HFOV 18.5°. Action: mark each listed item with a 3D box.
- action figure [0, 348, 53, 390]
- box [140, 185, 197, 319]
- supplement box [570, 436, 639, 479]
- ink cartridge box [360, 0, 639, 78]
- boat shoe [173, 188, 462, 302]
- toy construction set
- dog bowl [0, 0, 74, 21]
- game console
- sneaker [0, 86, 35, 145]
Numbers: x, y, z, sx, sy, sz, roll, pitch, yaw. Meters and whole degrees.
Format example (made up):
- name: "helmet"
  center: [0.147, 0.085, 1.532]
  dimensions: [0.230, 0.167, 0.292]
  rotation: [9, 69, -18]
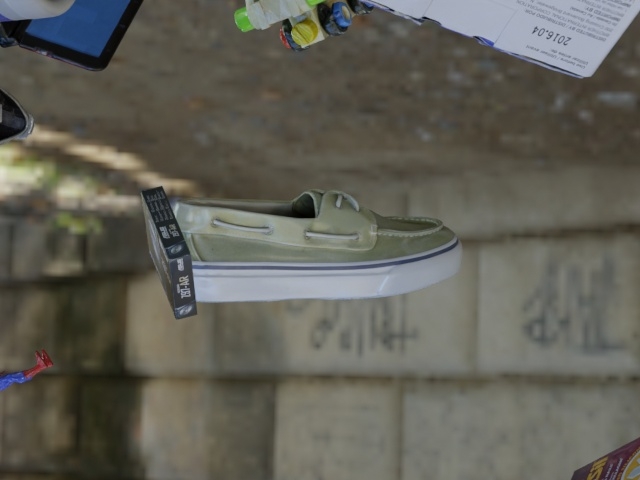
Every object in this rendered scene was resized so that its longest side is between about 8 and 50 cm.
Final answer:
- name: "action figure"
  center: [-0.319, 0.142, 1.932]
  dimensions: [0.115, 0.030, 0.038]
  rotation: [-33, -178, 6]
- name: "box"
  center: [-0.117, 0.009, 1.521]
  dimensions: [0.018, 0.083, 0.067]
  rotation: [-15, 136, -12]
- name: "supplement box"
  center: [0.300, 0.237, 1.779]
  dimensions: [0.081, 0.104, 0.188]
  rotation: [41, 138, -11]
- name: "ink cartridge box"
  center: [0.163, -0.304, 1.596]
  dimensions: [0.270, 0.151, 0.395]
  rotation: [17, 131, -19]
- name: "boat shoe"
  center: [0.000, 0.000, 1.851]
  dimensions: [0.302, 0.094, 0.109]
  rotation: [-5, -163, -26]
- name: "toy construction set"
  center: [-0.017, -0.359, 2.452]
  dimensions: [0.151, 0.215, 0.327]
  rotation: [-15, -165, 41]
- name: "dog bowl"
  center: [-0.223, -0.266, 1.218]
  dimensions: [0.104, 0.265, 0.265]
  rotation: [-4, 174, 8]
- name: "game console"
  center: [-0.222, -0.225, 1.674]
  dimensions: [0.085, 0.124, 0.144]
  rotation: [-7, -146, 19]
- name: "sneaker"
  center: [-0.341, -0.132, 1.758]
  dimensions: [0.115, 0.105, 0.281]
  rotation: [13, -175, 13]
